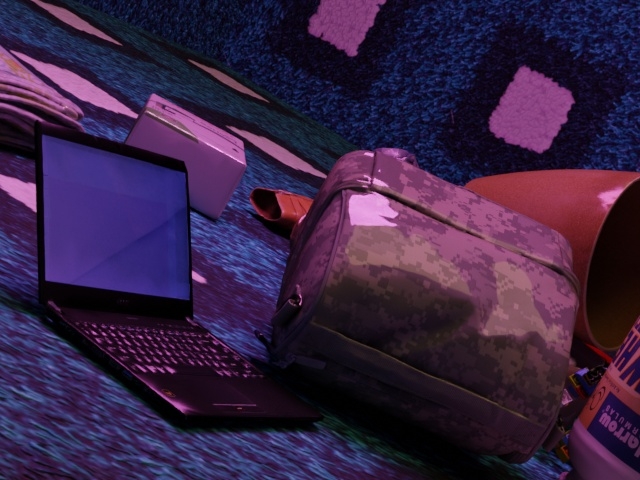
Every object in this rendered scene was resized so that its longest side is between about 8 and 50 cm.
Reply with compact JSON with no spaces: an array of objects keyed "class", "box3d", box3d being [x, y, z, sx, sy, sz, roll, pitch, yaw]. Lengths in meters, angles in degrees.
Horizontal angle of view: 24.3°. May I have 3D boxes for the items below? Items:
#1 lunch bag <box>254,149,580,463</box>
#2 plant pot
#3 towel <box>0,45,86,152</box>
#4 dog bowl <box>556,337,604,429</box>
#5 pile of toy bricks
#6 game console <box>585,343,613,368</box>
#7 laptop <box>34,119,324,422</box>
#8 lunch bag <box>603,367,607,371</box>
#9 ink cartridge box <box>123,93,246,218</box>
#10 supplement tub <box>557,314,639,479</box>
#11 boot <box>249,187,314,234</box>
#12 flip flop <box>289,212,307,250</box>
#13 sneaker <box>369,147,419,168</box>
[{"class":"lunch bag","box3d":[0.101,0.078,1.502,0.305,0.212,0.256,25,26,-9]},{"class":"plant pot","box3d":[0.306,-0.002,1.988,0.254,0.237,0.237,19,1,37]},{"class":"towel","box3d":[-0.491,-0.231,1.775,0.374,0.090,0.320,34,9,29]},{"class":"dog bowl","box3d":[0.202,0.125,1.907,0.349,0.102,0.349,29,9,-5]},{"class":"pile of toy bricks","box3d":[0.322,0.216,1.758,0.212,0.105,0.118,-21,72,-34]},{"class":"game console","box3d":[0.329,0.167,2.124,0.124,0.085,0.144,20,13,-47]},{"class":"laptop","box3d":[-0.118,0.033,1.288,0.264,0.136,0.234,34,10,27]},{"class":"lunch bag","box3d":[0.487,0.241,2.082,0.176,0.090,0.219,4,12,-6]},{"class":"ink cartridge box","box3d":[-0.193,-0.122,2.084,0.160,0.092,0.219,28,9,-10]},{"class":"supplement tub","box3d":[0.387,0.178,1.473,0.228,0.316,0.228,29,8,-5]},{"class":"boot","box3d":[-0.004,-0.020,2.199,0.197,0.073,0.152,21,-1,44]},{"class":"flip flop","box3d":[0.000,0.000,2.022,0.080,0.112,0.277,-1,14,5]},{"class":"sneaker","box3d":[0.080,-0.060,1.932,0.111,0.121,0.300,2,3,3]}]
